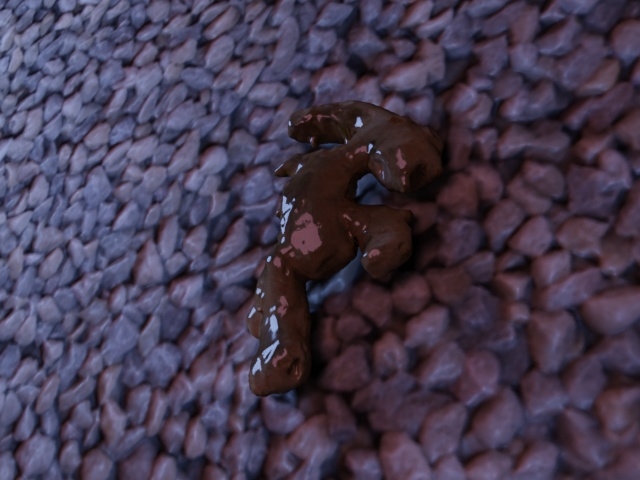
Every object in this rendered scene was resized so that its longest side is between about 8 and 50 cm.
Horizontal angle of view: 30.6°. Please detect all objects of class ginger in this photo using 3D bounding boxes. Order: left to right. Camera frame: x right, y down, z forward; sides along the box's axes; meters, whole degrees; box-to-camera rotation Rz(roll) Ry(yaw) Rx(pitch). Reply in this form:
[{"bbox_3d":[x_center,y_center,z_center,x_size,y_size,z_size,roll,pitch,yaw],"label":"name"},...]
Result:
[{"bbox_3d":[0.013,-0.003,0.881,0.149,0.065,0.259,-5,57,36],"label":"ginger"}]
